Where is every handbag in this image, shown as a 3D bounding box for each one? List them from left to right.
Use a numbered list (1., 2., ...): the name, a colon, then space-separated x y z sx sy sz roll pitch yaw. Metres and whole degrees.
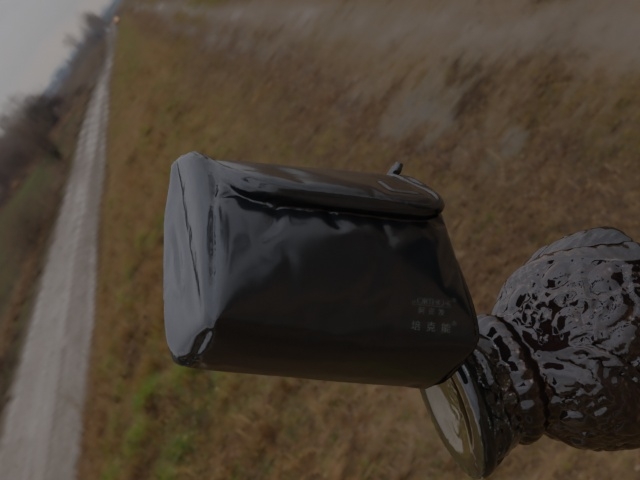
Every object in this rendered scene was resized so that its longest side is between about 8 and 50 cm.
1. handbag: 0.001 -0.001 1.114 0.178 0.302 0.275 127 144 -54

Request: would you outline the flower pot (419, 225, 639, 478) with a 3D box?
1. flower pot: 0.262 0.142 1.292 0.267 0.266 0.266 -18 9 -14
